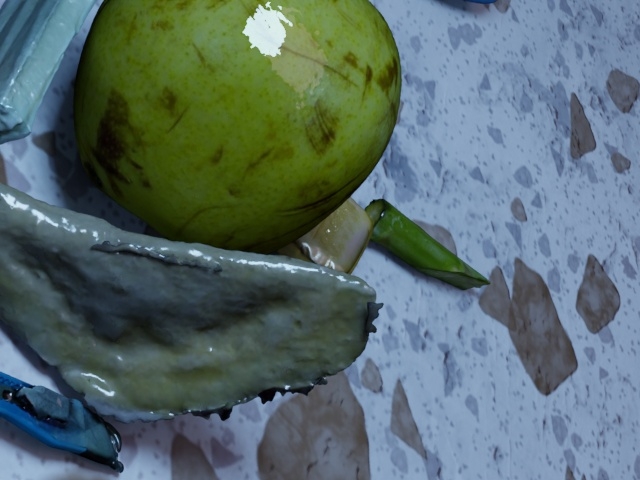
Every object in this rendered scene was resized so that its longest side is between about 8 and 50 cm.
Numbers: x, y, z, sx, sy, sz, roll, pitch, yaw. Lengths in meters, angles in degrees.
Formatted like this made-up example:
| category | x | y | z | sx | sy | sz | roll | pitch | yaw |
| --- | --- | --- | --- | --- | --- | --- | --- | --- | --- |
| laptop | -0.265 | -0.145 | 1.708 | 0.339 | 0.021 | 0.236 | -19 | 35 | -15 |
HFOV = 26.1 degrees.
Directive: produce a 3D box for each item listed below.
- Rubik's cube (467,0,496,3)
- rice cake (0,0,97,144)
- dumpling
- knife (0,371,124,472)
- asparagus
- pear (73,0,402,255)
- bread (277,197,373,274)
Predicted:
| category | x | y | z | sx | sy | sz | roll | pitch | yaw |
| --- | --- | --- | --- | --- | --- | --- | --- | --- | --- |
| Rubik's cube | 0.146 | -0.387 | 1.498 | 0.254 | 0.254 | 0.254 | 21 | 59 | -40 |
| rice cake | -0.232 | -0.149 | 1.074 | 0.038 | 0.124 | 0.211 | 46 | 41 | -30 |
| dumpling | -0.129 | 0.053 | 1.069 | 0.332 | 0.166 | 0.086 | 17 | 26 | -4 |
| knife | -0.241 | 0.108 | 0.991 | 0.296 | 0.026 | 0.044 | 34 | 46 | -46 |
| asparagus | 0.110 | 0.015 | 1.425 | 0.178 | 0.041 | 0.045 | 35 | 7 | -33 |
| pear | -0.071 | -0.120 | 1.127 | 0.283 | 0.283 | 0.283 | 21 | 59 | -40 |
| bread | 0.000 | 0.000 | 1.300 | 0.082 | 0.056 | 0.115 | 36 | 39 | -10 |
